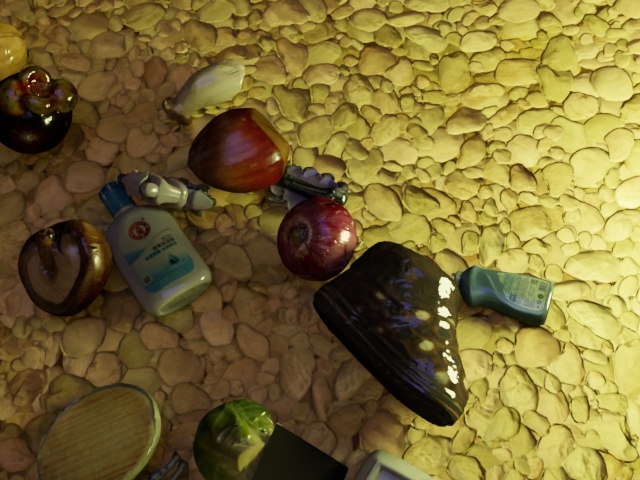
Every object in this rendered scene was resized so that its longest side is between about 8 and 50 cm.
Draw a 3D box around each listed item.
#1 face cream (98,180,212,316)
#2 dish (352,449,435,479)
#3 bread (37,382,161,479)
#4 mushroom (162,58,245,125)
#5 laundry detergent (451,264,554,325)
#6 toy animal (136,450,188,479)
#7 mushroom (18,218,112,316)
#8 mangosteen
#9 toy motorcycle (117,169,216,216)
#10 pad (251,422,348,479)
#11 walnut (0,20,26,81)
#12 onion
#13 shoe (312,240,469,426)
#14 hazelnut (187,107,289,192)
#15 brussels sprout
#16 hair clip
[{"bbox_3d":[-0.376,0.004,2.048,0.163,0.080,0.336,-31,63,-13],"label":"face cream"},{"bbox_3d":[0.108,0.489,1.723,0.151,0.077,0.212,27,69,20],"label":"dish"},{"bbox_3d":[-0.423,0.390,1.830,0.267,0.040,0.267,-14,42,13],"label":"bread"},{"bbox_3d":[-0.268,-0.349,2.223,0.212,0.088,0.097,-36,95,-6],"label":"mushroom"},{"bbox_3d":[0.358,0.102,1.906,0.206,0.061,0.096,15,67,16],"label":"laundry detergent"},{"bbox_3d":[-0.307,0.477,1.781,0.255,0.090,0.170,17,66,37],"label":"toy animal"},{"bbox_3d":[-0.528,0.054,2.004,0.231,0.194,0.138,-5,15,33],"label":"mushroom"},{"bbox_3d":[-0.667,-0.299,2.186,0.210,0.210,0.210,-3,62,6],"label":"mangosteen"},{"bbox_3d":[-0.337,-0.107,2.052,0.225,0.152,0.073,15,96,-2],"label":"toy motorcycle"},{"bbox_3d":[-0.037,0.433,1.738,0.004,0.190,0.127,-11,48,54],"label":"pad"},{"bbox_3d":[-0.820,-0.451,2.316,0.207,0.159,0.159,-32,62,-11],"label":"walnut"},{"bbox_3d":[-0.007,-0.003,1.967,0.177,0.153,0.177,-2,78,12],"label":"onion"},{"bbox_3d":[0.181,0.166,1.834,0.237,0.171,0.384,-41,57,-9],"label":"shoe"},{"bbox_3d":[-0.181,-0.190,2.080,0.181,0.181,0.212,-49,34,17],"label":"hazelnut"},{"bbox_3d":[-0.157,0.385,1.778,0.161,0.144,0.181,-21,26,-13],"label":"brussels sprout"},{"bbox_3d":[-0.032,-0.112,2.084,0.195,0.052,0.124,18,60,22],"label":"hair clip"}]
